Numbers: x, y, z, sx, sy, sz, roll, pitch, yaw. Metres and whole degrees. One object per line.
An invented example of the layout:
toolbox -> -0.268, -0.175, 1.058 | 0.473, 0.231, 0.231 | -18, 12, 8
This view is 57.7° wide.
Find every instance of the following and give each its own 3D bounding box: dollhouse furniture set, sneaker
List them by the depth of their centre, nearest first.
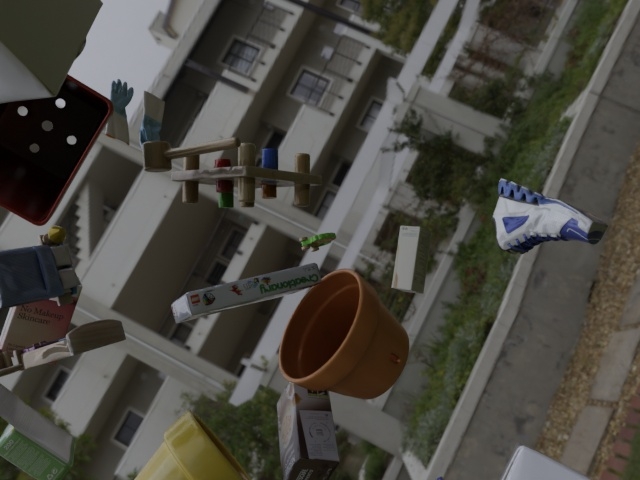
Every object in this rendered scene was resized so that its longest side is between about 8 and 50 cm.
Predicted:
dollhouse furniture set -> -0.607, 0.112, 1.235 | 0.198, 0.303, 0.286 | -20, -5, 29
sneaker -> 0.572, -0.029, 1.524 | 0.127, 0.315, 0.182 | 9, -73, -38

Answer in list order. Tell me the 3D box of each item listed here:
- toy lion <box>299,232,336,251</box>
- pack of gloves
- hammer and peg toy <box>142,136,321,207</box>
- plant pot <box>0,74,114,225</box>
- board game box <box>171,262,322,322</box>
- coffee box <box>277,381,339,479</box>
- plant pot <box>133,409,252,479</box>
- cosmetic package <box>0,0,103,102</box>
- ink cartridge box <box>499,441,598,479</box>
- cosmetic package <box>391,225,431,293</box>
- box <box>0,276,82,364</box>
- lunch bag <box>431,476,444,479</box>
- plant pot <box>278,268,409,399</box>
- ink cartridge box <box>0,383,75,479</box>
toy lion -> 0.000, 0.000, 1.556 | 0.100, 0.096, 0.034 | 13, -119, -67
pack of gloves -> -0.587, -0.381, 1.825 | 0.195, 0.046, 0.232 | 26, -128, -46
hammer and peg toy -> -0.197, -0.141, 1.294 | 0.361, 0.266, 0.127 | 0, -89, -52
plant pot -> -0.564, -0.222, 1.126 | 0.267, 0.267, 0.236 | -57, 15, 5
board game box -> -0.172, 0.121, 1.331 | 0.305, 0.053, 0.193 | -12, -7, -25
coffee box -> -0.036, 0.468, 1.431 | 0.246, 0.098, 0.141 | -101, 28, -52
plant pot -> -0.312, 0.567, 1.335 | 0.239, 0.254, 0.254 | -41, -16, -15
cosmetic package -> -0.466, -0.366, 0.719 | 0.365, 0.155, 0.197 | 60, -144, -53
ink cartridge box -> 0.415, 0.461, 0.916 | 0.166, 0.285, 0.395 | -63, -24, -8
cosmetic package -> 0.165, 0.035, 1.048 | 0.060, 0.041, 0.115 | 23, -105, -56
box -> -0.770, 0.202, 1.600 | 0.127, 0.148, 0.232 | 20, 91, 60
lunch bag -> 0.239, 0.840, 1.549 | 0.327, 0.239, 0.385 | -28, 21, 8
plant pot -> 0.068, 0.240, 1.366 | 0.291, 0.203, 0.291 | -41, 28, 27
ink cartridge box -> -0.545, 0.326, 1.029 | 0.056, 0.235, 0.171 | -52, 15, -15
